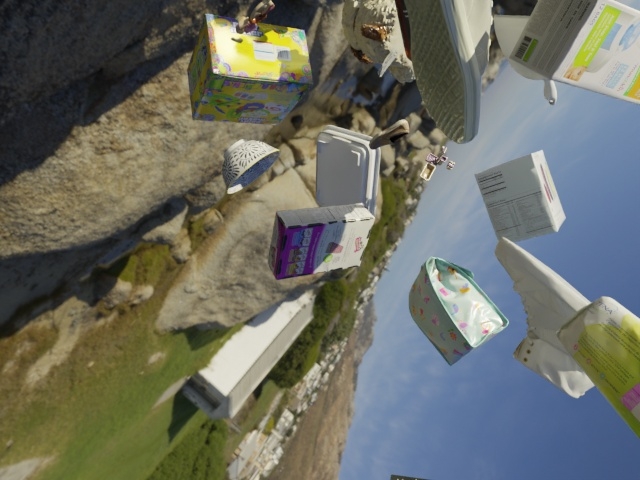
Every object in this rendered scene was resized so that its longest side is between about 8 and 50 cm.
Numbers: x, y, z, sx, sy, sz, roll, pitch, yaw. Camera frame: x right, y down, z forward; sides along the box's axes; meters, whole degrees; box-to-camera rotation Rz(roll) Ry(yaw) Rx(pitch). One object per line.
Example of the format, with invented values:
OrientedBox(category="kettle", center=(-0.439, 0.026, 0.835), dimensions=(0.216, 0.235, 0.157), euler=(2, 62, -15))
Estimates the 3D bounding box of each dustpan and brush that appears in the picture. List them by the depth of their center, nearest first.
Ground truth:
OrientedBox(category="dustpan and brush", center=(0.409, -0.327, 0.810), dimensions=(0.060, 0.147, 0.211), euler=(-40, 131, -11))

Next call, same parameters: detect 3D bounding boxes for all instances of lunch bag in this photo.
OrientedBox(category="lunch bag", center=(0.363, 0.191, 1.241), dimensions=(0.160, 0.262, 0.223), euler=(-27, 155, -16))

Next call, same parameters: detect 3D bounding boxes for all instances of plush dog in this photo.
OrientedBox(category="plush dog", center=(0.133, -0.536, 1.091), dimensions=(0.210, 0.225, 0.263), euler=(-19, 130, -25))

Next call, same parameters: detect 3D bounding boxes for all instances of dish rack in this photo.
OrientedBox(category="dish rack", center=(0.078, -0.228, 1.584), dimensions=(0.072, 0.285, 0.333), euler=(-24, 128, -38))

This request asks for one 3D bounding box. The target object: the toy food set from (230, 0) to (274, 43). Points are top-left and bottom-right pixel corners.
OrientedBox(category="toy food set", center=(-0.145, -0.476, 0.938), dimensions=(0.122, 0.019, 0.078), euler=(-36, -174, 20))

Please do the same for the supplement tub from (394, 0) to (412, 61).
OrientedBox(category="supplement tub", center=(0.221, -0.453, 0.921), dimensions=(0.106, 0.106, 0.198), euler=(-48, 135, -27))

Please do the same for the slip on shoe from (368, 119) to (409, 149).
OrientedBox(category="slip on shoe", center=(0.199, -0.297, 1.272), dimensions=(0.135, 0.041, 0.051), euler=(-28, 157, 31))

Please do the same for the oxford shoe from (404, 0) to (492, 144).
OrientedBox(category="oxford shoe", center=(0.223, -0.356, 0.715), dimensions=(0.130, 0.169, 0.449), euler=(-32, 131, -8))

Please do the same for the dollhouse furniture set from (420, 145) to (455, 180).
OrientedBox(category="dollhouse furniture set", center=(0.379, -0.239, 1.393), dimensions=(0.114, 0.091, 0.081), euler=(-58, 177, -23))

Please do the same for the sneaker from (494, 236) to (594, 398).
OrientedBox(category="sneaker", center=(0.393, 0.142, 0.801), dimensions=(0.108, 0.292, 0.169), euler=(8, 127, -52))

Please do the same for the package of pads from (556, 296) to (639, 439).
OrientedBox(category="package of pads", center=(0.441, 0.219, 0.522), dimensions=(0.101, 0.229, 0.296), euler=(-45, -165, 15))

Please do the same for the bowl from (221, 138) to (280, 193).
OrientedBox(category="bowl", center=(-0.189, -0.200, 1.093), dimensions=(0.170, 0.080, 0.170), euler=(-38, -179, 1))

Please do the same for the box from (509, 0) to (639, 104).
OrientedBox(category="box", center=(0.414, -0.291, 0.655), dimensions=(0.103, 0.203, 0.114), euler=(-114, -144, -47))

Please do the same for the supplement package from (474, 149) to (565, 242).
OrientedBox(category="supplement package", center=(0.540, -0.118, 1.174), dimensions=(0.149, 0.203, 0.194), euler=(-19, -178, 36))

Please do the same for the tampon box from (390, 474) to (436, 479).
OrientedBox(category="tampon box", center=(0.217, 0.560, 0.873), dimensions=(0.120, 0.160, 0.102), euler=(-34, 125, -76))

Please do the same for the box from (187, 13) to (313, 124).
OrientedBox(category="box", center=(-0.220, -0.486, 1.302), dimensions=(0.289, 0.177, 0.279), euler=(-4, 170, -28))

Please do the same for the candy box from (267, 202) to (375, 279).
OrientedBox(category="candy box", center=(0.000, 0.000, 1.053), dimensions=(0.233, 0.071, 0.159), euler=(-7, 131, -26))
